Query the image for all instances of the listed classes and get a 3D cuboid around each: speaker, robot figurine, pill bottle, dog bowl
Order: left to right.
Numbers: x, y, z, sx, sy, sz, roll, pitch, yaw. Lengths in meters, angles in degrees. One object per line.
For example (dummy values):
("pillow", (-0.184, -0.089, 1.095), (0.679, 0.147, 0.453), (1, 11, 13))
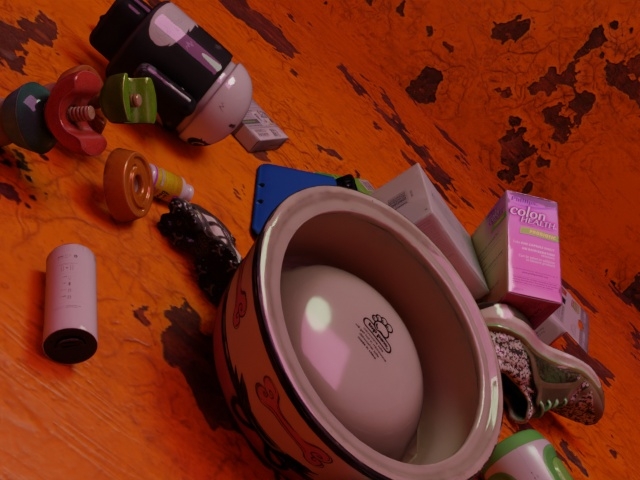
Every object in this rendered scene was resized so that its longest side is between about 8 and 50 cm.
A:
("speaker", (-0.266, 0.065, 0.893), (0.055, 0.055, 0.136), (30, 26, -34))
("pill bottle", (-0.229, -0.081, 1.240), (0.083, 0.043, 0.043), (23, 31, -43))
("robot figurine", (-0.247, -0.282, 1.407), (0.278, 0.173, 0.209), (39, 57, -14))
("dog bowl", (0.042, 0.140, 1.068), (0.408, 0.150, 0.408), (27, 44, -29))
("speaker", (0.362, 0.439, 1.263), (0.131, 0.131, 0.297), (19, 33, -48))

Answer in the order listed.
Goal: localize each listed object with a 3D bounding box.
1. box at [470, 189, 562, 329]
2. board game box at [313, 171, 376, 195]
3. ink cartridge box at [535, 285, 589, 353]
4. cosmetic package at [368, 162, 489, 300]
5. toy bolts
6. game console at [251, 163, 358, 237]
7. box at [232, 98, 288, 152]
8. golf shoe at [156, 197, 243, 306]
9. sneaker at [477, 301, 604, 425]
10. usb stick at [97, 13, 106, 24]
("box", (0.391, 0.063, 1.723), (0.117, 0.213, 0.243), (12, 57, -9))
("board game box", (0.072, -0.088, 1.812), (0.124, 0.039, 0.259), (52, 20, 19))
("ink cartridge box", (0.504, 0.163, 2.012), (0.272, 0.130, 0.309), (47, 22, 4))
("cosmetic package", (0.215, 0.004, 1.712), (0.225, 0.138, 0.224), (50, 18, -24))
("toy bolts", (-0.331, -0.128, 1.090), (0.228, 0.158, 0.218), (-8, 96, -76))
("game console", (0.000, 0.000, 1.535), (0.293, 0.173, 0.250), (-91, 163, -60))
("box", (-0.162, -0.259, 1.693), (0.186, 0.038, 0.145), (49, 21, 7))
("golf shoe", (-0.140, 0.018, 1.180), (0.198, 0.077, 0.094), (54, 23, 19))
("sneaker", (0.409, 0.295, 1.658), (0.410, 0.158, 0.182), (35, 51, -25))
("usb stick", (-0.311, -0.367, 1.607), (0.077, 0.045, 0.278), (54, 23, 23))
